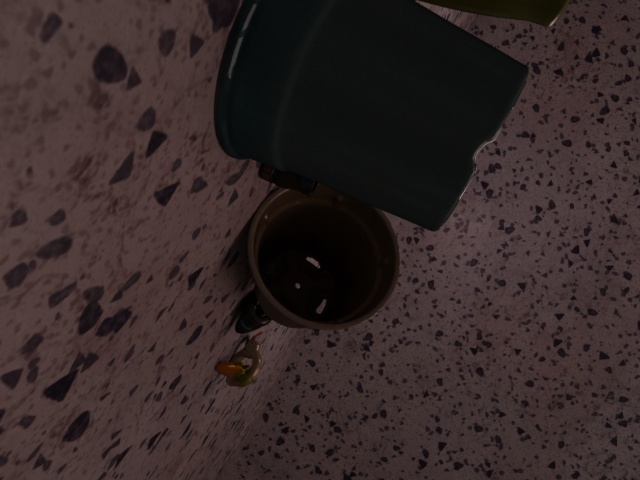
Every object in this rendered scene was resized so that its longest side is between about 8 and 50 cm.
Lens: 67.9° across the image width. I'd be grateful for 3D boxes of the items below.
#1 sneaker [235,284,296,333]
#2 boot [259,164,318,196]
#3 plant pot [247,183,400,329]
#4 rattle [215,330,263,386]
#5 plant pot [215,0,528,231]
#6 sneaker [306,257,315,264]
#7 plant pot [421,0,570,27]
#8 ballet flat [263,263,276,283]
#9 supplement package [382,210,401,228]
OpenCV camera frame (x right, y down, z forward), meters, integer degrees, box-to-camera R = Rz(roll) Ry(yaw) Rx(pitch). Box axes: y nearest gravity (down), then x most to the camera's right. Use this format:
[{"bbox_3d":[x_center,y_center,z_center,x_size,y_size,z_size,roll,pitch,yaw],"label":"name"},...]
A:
[{"bbox_3d":[-0.159,0.172,1.356,0.106,0.101,0.267,-43,180,30],"label":"sneaker"},{"bbox_3d":[-0.016,-0.186,0.911,0.219,0.106,0.082,-60,171,-9],"label":"boot"},{"bbox_3d":[-0.027,0.072,1.127,0.334,0.333,0.305,-57,-178,-26],"label":"plant pot"},{"bbox_3d":[-0.253,0.339,1.472,0.130,0.142,0.200,-25,-143,43],"label":"rattle"},{"bbox_3d":[0.082,-0.198,0.693,0.341,0.334,0.341,-58,171,-14],"label":"plant pot"},{"bbox_3d":[0.000,0.000,1.638,0.258,0.094,0.091,-53,173,-40],"label":"sneaker"},{"bbox_3d":[0.350,-0.595,0.908,0.367,0.352,0.366,-58,171,-16],"label":"plant pot"},{"bbox_3d":[-0.101,0.077,1.346,0.248,0.086,0.086,-54,169,-38],"label":"ballet flat"},{"bbox_3d":[0.248,-0.195,1.829,0.262,0.203,0.145,-54,-157,35],"label":"supplement package"}]
